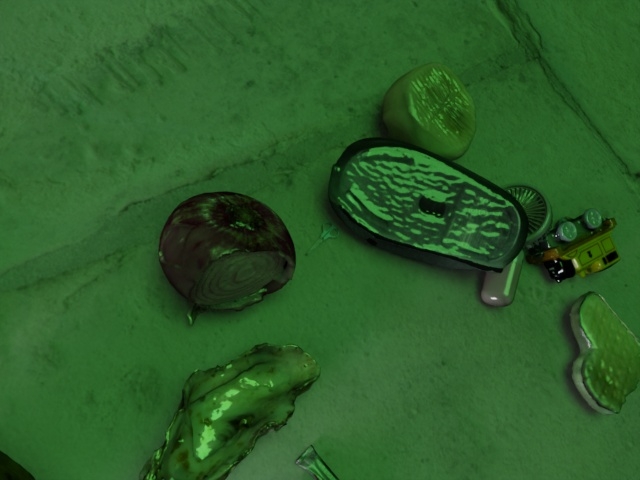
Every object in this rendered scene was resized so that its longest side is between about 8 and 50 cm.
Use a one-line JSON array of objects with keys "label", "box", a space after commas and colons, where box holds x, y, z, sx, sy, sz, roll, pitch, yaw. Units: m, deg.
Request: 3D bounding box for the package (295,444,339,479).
[{"label": "package", "box": [0.010, 0.372, 0.987, 0.037, 0.015, 0.110, -40, 83, -27]}]

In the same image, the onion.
[{"label": "onion", "box": [-0.150, 0.006, 1.003, 0.207, 0.200, 0.200, -18, 75, -11]}]

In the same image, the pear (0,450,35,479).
[{"label": "pear", "box": [-0.488, 0.377, 0.638, 0.352, 0.352, 0.413, 45, 74, 3]}]

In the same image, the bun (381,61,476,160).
[{"label": "bun", "box": [0.211, -0.240, 1.248, 0.178, 0.128, 0.193, -43, 97, -27]}]

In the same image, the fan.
[{"label": "fan", "box": [0.361, 0.008, 1.204, 0.130, 0.074, 0.244, 8, 71, 31]}]

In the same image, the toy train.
[{"label": "toy train", "box": [0.506, 0.015, 1.259, 0.219, 0.089, 0.127, -22, 87, -26]}]

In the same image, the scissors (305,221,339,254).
[{"label": "scissors", "box": [0.000, 0.000, 1.143, 0.036, 0.006, 0.083, 43, 62, 1]}]

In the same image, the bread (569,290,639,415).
[{"label": "bread", "box": [0.545, 0.213, 1.201, 0.172, 0.064, 0.232, 8, 68, -15]}]

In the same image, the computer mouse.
[{"label": "computer mouse", "box": [0.191, -0.060, 1.157, 0.374, 0.114, 0.203, 23, 92, -3]}]

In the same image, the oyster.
[{"label": "oyster", "box": [-0.147, 0.274, 0.927, 0.166, 0.110, 0.341, 38, 59, -6]}]
